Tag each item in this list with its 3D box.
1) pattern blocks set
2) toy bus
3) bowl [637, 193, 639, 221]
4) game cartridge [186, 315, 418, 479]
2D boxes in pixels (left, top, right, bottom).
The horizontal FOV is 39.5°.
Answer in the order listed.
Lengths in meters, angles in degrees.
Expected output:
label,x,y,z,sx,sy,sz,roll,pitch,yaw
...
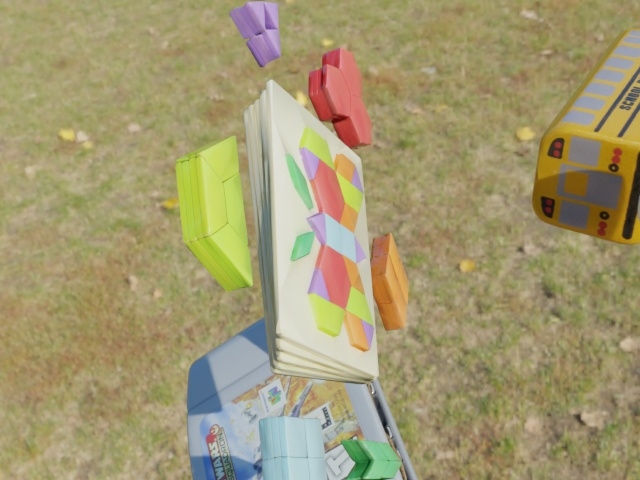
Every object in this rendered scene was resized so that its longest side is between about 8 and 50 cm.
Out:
label,x,y,z,sx,sy,sz,roll,pitch,yaw
pattern blocks set,0.000,0.000,0.584,0.026,0.324,0.285,-14,-9,24
toy bus,0.331,-0.125,0.896,0.130,0.108,0.332,16,39,25
bowl,0.294,-0.046,0.580,0.142,0.053,0.142,-41,43,-20
game cartridge,-0.025,0.196,0.821,0.198,0.062,0.297,-31,49,10
